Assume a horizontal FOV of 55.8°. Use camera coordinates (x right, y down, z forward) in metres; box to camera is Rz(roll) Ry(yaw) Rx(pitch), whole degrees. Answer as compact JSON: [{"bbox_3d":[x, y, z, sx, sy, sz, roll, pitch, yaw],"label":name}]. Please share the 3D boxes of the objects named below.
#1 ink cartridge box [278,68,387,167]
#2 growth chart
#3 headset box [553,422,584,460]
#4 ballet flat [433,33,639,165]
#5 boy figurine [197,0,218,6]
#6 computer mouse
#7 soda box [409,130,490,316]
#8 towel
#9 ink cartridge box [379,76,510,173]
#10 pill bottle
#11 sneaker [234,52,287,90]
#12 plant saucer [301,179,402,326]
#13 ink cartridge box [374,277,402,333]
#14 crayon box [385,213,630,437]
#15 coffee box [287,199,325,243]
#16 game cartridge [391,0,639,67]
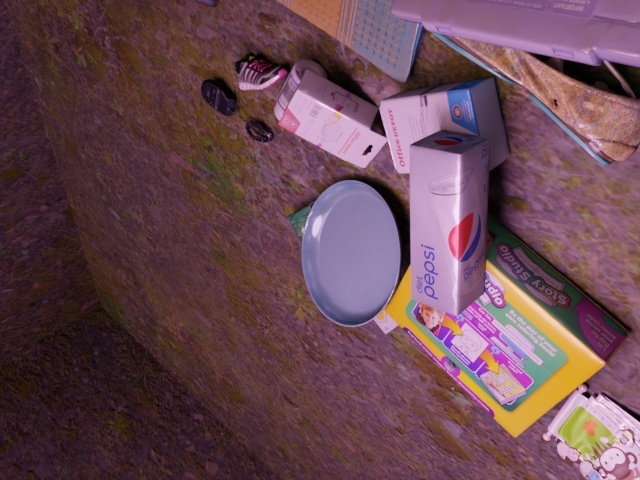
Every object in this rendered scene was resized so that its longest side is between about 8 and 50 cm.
[{"bbox_3d":[0.032,-0.235,1.191,0.198,0.067,0.115,27,147,-10],"label":"ink cartridge box"},{"bbox_3d":[0.524,0.374,1.081,0.237,0.021,0.172,36,120,43],"label":"growth chart"},{"bbox_3d":[0.496,0.381,1.175,0.083,0.032,0.062,32,138,34],"label":"headset box"},{"bbox_3d":[0.312,-0.250,0.847,0.348,0.123,0.123,45,144,19],"label":"ballet flat"},{"bbox_3d":[-0.175,-0.583,1.156,0.285,0.092,0.177,-40,48,47],"label":"boy figurine"},{"bbox_3d":[-0.202,-0.321,1.493,0.242,0.041,0.071,41,142,12],"label":"computer mouse"},{"bbox_3d":[0.210,-0.027,0.990,0.098,0.091,0.286,20,125,39],"label":"soda box"},{"bbox_3d":[0.039,-0.467,1.019,0.370,0.040,0.271,38,145,17],"label":"towel"},{"bbox_3d":[0.209,-0.192,1.032,0.191,0.082,0.139,8,122,50],"label":"ink cartridge box"},{"bbox_3d":[-0.045,-0.305,1.263,0.078,0.078,0.137,53,146,6],"label":"pill bottle"},{"bbox_3d":[-0.139,-0.378,1.335,0.170,0.063,0.075,13,132,52],"label":"sneaker"},{"bbox_3d":[0.070,0.028,1.322,0.317,0.044,0.317,-1,89,50],"label":"plant saucer"},{"bbox_3d":[0.160,0.144,1.379,0.209,0.062,0.109,51,145,9],"label":"ink cartridge box"},{"bbox_3d":[0.323,0.150,1.142,0.363,0.106,0.313,44,142,20],"label":"crayon box"},{"bbox_3d":[0.000,0.000,1.484,0.113,0.040,0.184,-24,97,55],"label":"coffee box"},{"bbox_3d":[0.271,-0.356,0.754,0.355,0.068,0.230,28,109,36],"label":"game cartridge"}]
